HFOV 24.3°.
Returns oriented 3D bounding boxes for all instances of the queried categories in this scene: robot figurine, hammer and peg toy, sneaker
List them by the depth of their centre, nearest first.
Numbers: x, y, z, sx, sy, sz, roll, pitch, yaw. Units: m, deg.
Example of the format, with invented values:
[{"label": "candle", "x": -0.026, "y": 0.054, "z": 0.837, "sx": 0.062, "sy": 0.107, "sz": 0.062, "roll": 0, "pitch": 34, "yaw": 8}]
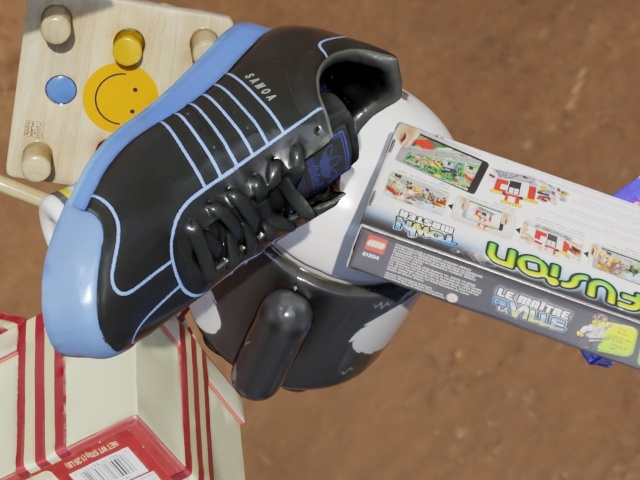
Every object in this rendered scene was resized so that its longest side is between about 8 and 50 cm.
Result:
[{"label": "sneaker", "x": -0.041, "y": -0.029, "z": 0.705, "sx": 0.232, "sy": 0.090, "sz": 0.081, "roll": -58, "pitch": 146, "yaw": -38}, {"label": "robot figurine", "x": 0.001, "y": 0.002, "z": 1.088, "sx": 0.174, "sy": 0.209, "sz": 0.278, "roll": -5, "pitch": 148, "yaw": -24}, {"label": "hammer and peg toy", "x": -0.269, "y": -0.132, "z": 1.875, "sx": 0.266, "sy": 0.127, "sz": 0.361, "roll": 8, "pitch": 114, "yaw": -12}]

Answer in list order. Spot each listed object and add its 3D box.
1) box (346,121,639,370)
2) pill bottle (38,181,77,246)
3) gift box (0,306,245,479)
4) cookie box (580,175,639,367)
[{"label": "box", "x": 0.128, "y": 0.004, "z": 0.898, "sx": 0.114, "sy": 0.207, "sz": 0.036, "roll": -67, "pitch": 176, "yaw": -50}, {"label": "pill bottle", "x": -0.180, "y": -0.030, "z": 1.489, "sx": 0.184, "sy": 0.103, "sz": 0.103, "roll": -26, "pitch": 143, "yaw": -23}, {"label": "gift box", "x": -0.223, "y": 0.183, "z": 1.516, "sx": 0.255, "sy": 0.258, "sz": 0.276, "roll": -22, "pitch": 125, "yaw": 9}, {"label": "cookie box", "x": 0.210, "y": 0.021, "z": 1.015, "sx": 0.107, "sy": 0.092, "sz": 0.040, "roll": -38, "pitch": 157, "yaw": 21}]
